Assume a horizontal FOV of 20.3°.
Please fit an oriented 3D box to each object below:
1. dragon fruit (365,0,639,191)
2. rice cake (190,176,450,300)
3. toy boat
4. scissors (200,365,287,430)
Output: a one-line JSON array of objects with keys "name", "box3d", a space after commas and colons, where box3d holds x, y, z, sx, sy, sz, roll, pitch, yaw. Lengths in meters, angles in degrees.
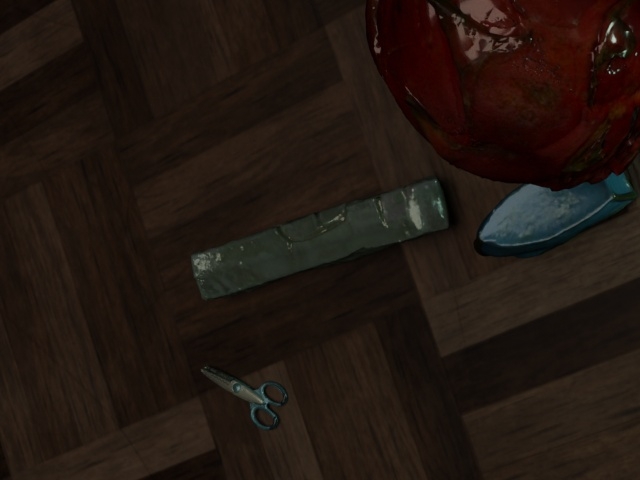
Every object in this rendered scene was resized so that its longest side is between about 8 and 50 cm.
[{"name": "dragon fruit", "box3d": [0.197, -0.200, 1.709, 0.295, 0.296, 0.301, -36, 112, 29]}, {"name": "rice cake", "box3d": [0.000, 0.000, 2.006, 0.336, 0.063, 0.066, -18, 90, 31]}, {"name": "toy boat", "box3d": [0.237, -0.029, 1.851, 0.185, 0.077, 0.075, -30, 75, 22]}, {"name": "scissors", "box3d": [-0.092, 0.176, 2.102, 0.119, 0.014, 0.058, 28, 103, 26]}]
